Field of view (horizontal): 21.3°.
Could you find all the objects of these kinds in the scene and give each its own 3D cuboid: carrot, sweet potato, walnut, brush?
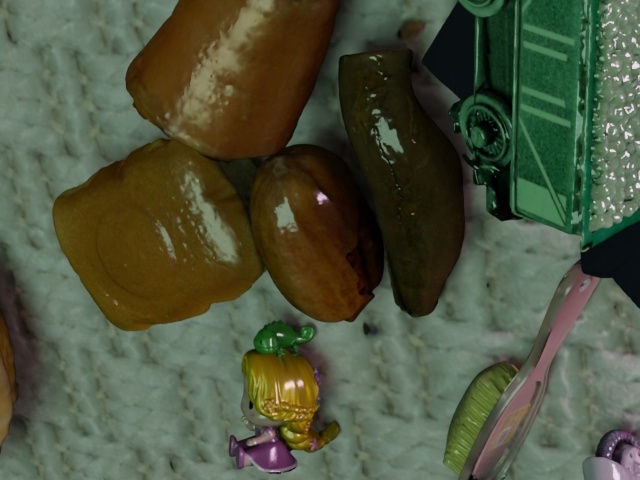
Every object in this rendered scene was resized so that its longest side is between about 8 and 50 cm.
[{"bbox_3d":[-0.056,-0.190,1.459,0.159,0.159,0.225,39,132,8],"label":"carrot"},{"bbox_3d":[0.081,-0.047,1.518,0.112,0.085,0.286,46,160,51],"label":"sweet potato"},{"bbox_3d":[0.000,0.000,1.567,0.115,0.116,0.207,4,132,33],"label":"walnut"},{"bbox_3d":[0.177,0.117,1.564,0.067,0.072,0.313,42,135,24],"label":"brush"}]

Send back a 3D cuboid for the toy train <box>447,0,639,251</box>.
[{"bbox_3d":[0.167,-0.134,1.197,0.154,0.115,0.269,21,123,40],"label":"toy train"}]

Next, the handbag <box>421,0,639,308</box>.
[{"bbox_3d":[0.252,-0.130,1.284,0.303,0.122,0.329,50,141,15],"label":"handbag"}]

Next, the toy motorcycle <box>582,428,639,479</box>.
[{"bbox_3d":[0.288,0.309,1.538,0.110,0.171,0.260,-12,108,42],"label":"toy motorcycle"}]

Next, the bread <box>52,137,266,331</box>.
[{"bbox_3d":[-0.146,-0.012,1.665,0.245,0.121,0.174,-19,108,44],"label":"bread"}]

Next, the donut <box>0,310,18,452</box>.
[{"bbox_3d":[-0.543,0.119,1.983,0.448,0.198,0.449,16,125,25],"label":"donut"}]

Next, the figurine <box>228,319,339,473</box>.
[{"bbox_3d":[-0.029,0.154,1.731,0.095,0.115,0.156,-148,59,-60],"label":"figurine"}]
